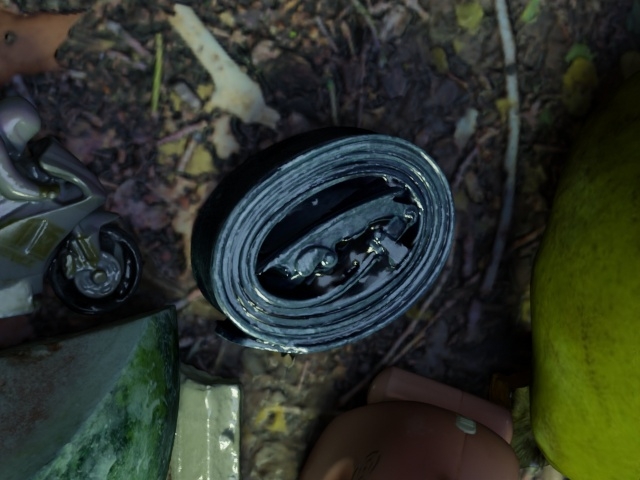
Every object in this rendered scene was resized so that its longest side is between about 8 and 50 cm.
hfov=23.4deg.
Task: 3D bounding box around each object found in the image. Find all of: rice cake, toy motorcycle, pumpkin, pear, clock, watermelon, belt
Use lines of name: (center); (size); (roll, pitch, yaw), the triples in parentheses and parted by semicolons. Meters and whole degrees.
rice cake: (-0.085, 0.213, 1.140); (0.057, 0.052, 0.256); (4, 105, 13)
toy motorcycle: (-0.226, -0.020, 1.018); (0.225, 0.073, 0.152); (-1, 103, -20)
pumpkin: (0.172, 0.138, 1.204); (0.083, 0.054, 0.074); (-7, 109, -24)
pear: (0.327, 0.028, 1.072); (0.352, 0.352, 0.413); (35, 95, -23)
clock: (0.046, 0.222, 1.076); (0.142, 0.241, 0.227); (19, 102, -3)
watermelon: (-0.233, 0.169, 1.003); (0.213, 0.289, 0.320); (37, 113, 13)
belt: (0.000, 0.000, 1.093); (0.190, 0.082, 0.141); (-27, 106, -11)
